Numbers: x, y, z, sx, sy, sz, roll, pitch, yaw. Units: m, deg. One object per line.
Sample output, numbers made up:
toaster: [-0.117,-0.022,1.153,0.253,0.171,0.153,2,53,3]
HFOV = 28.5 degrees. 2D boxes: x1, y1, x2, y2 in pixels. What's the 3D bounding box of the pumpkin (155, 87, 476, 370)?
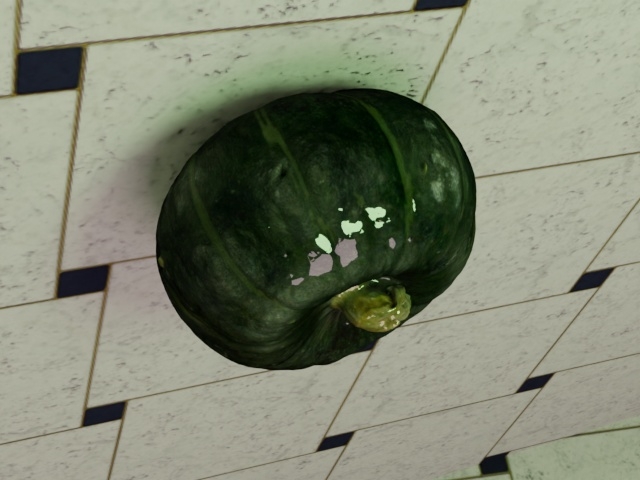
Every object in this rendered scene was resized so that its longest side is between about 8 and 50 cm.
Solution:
pumpkin: [0.000,0.000,1.118,0.300,0.207,0.300,-23,160,-9]
